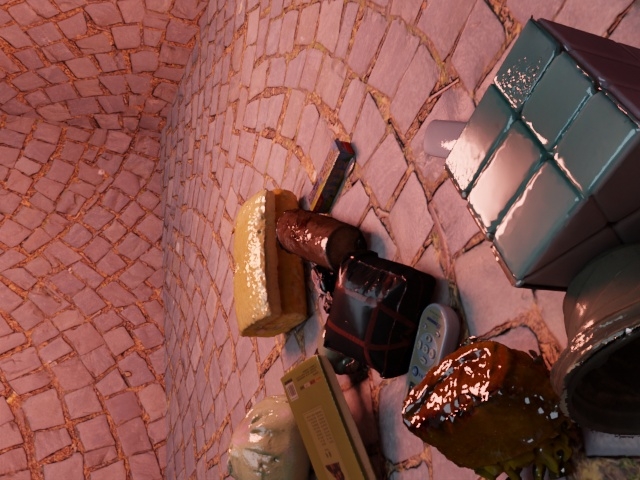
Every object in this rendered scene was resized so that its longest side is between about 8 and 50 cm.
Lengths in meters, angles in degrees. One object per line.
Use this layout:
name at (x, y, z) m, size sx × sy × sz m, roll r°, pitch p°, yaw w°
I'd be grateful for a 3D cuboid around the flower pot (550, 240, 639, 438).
flower pot at (0.344, 0.092, 0.688) m, size 0.140 × 0.235 × 0.235 m, roll -95°, pitch 25°, yaw -47°

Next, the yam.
yam at (0.001, -0.002, 1.552) m, size 0.280 × 0.131 × 0.131 m, roll 20°, pitch 103°, yaw 61°

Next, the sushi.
sushi at (0.245, 0.251, 0.957) m, size 0.296 × 0.179 × 0.167 m, roll -39°, pitch 25°, yaw 37°

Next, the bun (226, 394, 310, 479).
bun at (-0.148, 0.537, 1.691) m, size 0.293 × 0.187 × 0.293 m, roll -172°, pitch 90°, yaw -66°

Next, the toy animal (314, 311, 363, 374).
toy animal at (0.048, 0.207, 1.456) m, size 0.121 × 0.094 × 0.225 m, roll -117°, pitch 38°, yaw -63°

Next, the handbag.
handbag at (0.111, 0.139, 1.250) m, size 0.169 × 0.155 × 0.215 m, roll 27°, pitch 111°, yaw 42°

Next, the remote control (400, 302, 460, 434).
remote control at (0.195, 0.230, 1.176) m, size 0.087 × 0.047 × 0.244 m, roll 31°, pitch 113°, yaw 59°

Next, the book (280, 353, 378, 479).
book at (0.020, 0.429, 1.409) m, size 0.239 × 0.035 × 0.352 m, roll -44°, pitch 65°, yaw 56°

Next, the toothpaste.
toothpaste at (0.026, -0.146, 1.622) m, size 0.070 × 0.044 × 0.193 m, roll -109°, pitch 34°, yaw -43°

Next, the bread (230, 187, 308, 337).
bread at (-0.151, 0.064, 1.821) m, size 0.236 × 0.165 × 0.375 m, roll -35°, pitch 53°, yaw 53°

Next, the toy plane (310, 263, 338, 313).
toy plane at (0.015, 0.113, 1.592) m, size 0.197 × 0.053 × 0.078 m, roll -120°, pitch 35°, yaw -53°

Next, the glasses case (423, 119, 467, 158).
glasses case at (0.238, -0.175, 1.167) m, size 0.178 × 0.045 × 0.067 m, roll -152°, pitch 69°, yaw -63°

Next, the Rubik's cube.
Rubik's cube at (0.316, -0.091, 0.769) m, size 0.224 × 0.221 × 0.231 m, roll -109°, pitch 34°, yaw -42°
